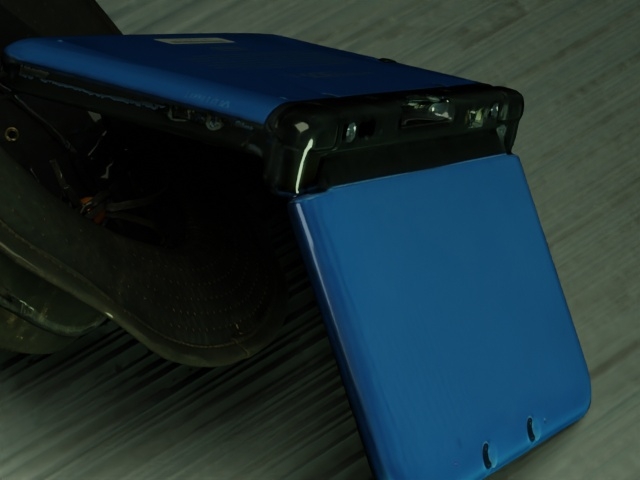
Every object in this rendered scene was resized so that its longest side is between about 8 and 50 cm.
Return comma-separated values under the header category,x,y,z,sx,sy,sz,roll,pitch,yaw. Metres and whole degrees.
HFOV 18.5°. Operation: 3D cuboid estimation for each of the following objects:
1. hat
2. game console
category,x,y,z,sx,sy,sz,roll,pitch,yaw
hat,-0.173,-0.039,1.015,0.134,0.331,0.331,-40,72,20
game console,0.000,0.000,1.008,0.250,0.293,0.173,15,102,23
